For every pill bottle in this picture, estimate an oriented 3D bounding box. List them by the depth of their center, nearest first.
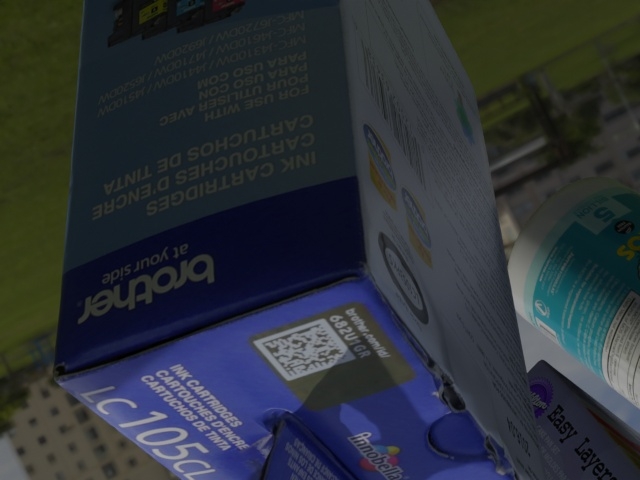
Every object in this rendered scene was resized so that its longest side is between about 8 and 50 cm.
[{"bbox_3d":[0.284,0.066,0.987,0.146,0.146,0.264,-27,-137,-23],"label":"pill bottle"}]

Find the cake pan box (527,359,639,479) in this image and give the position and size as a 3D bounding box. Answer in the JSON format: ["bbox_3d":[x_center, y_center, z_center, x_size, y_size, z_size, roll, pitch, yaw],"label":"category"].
[{"bbox_3d":[0.260,0.222,0.831,0.070,0.267,0.246,-47,-150,10],"label":"cake pan box"}]

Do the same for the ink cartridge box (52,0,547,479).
[{"bbox_3d":[0.000,0.000,0.640,0.151,0.395,0.270,-20,139,16],"label":"ink cartridge box"}]
